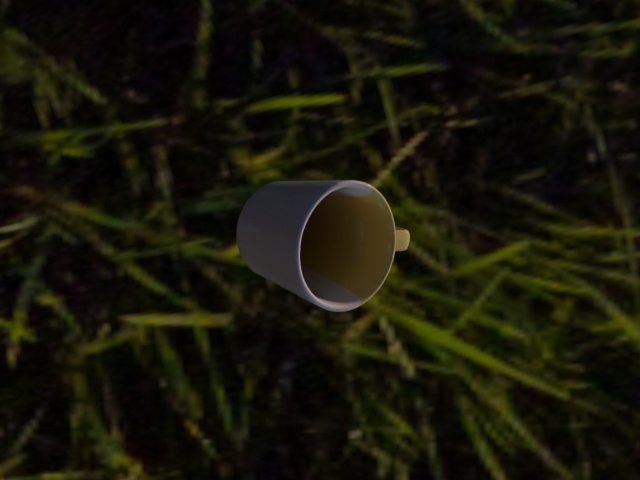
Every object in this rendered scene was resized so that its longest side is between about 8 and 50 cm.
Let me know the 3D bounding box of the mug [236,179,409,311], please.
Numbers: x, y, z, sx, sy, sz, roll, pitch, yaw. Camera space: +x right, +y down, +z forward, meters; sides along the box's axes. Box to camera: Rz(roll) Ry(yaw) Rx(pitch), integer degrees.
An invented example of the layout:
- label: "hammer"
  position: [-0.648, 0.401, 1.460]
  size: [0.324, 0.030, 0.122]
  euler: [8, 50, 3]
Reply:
- label: "mug"
  position: [-0.003, 0.002, 0.882]
  size: [0.078, 0.064, 0.062]
  euler: [39, 73, -39]
